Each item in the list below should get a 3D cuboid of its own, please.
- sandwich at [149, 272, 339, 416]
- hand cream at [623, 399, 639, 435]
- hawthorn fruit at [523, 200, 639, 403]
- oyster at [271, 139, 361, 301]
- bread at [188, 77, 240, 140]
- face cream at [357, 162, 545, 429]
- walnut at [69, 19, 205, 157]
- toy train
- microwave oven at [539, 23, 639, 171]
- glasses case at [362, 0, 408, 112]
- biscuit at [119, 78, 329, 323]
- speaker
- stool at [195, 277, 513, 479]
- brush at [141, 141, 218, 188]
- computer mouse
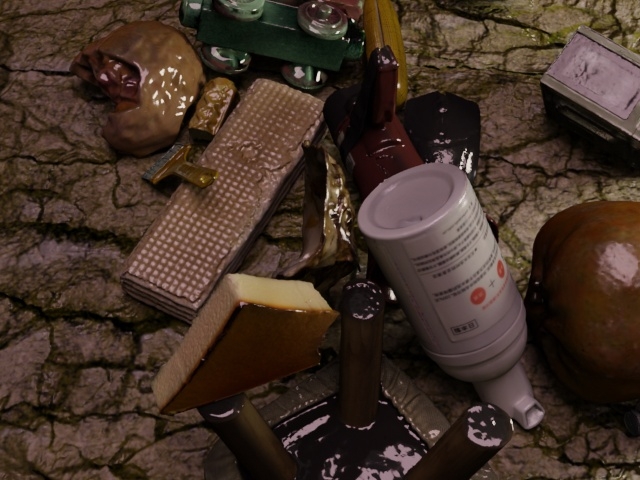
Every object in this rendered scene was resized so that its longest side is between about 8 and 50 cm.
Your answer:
[{"bbox_3d":[-0.076,0.121,1.140,0.162,0.193,0.058,9,42,-39],"label":"sandwich"},{"bbox_3d":[0.513,0.211,1.384,0.233,0.050,0.080,-15,54,-18],"label":"hand cream"},{"bbox_3d":[0.421,0.072,1.344,0.300,0.268,0.268,-1,56,-9],"label":"hawthorn fruit"},{"bbox_3d":[0.004,-0.023,1.293,0.110,0.396,0.204,9,84,1],"label":"oyster"},{"bbox_3d":[-0.165,-0.206,1.635,0.060,0.066,0.110,-8,55,49],"label":"bread"},{"bbox_3d":[0.182,0.090,1.307,0.145,0.370,0.145,-20,31,13],"label":"face cream"},{"bbox_3d":[-0.277,-0.268,1.633,0.204,0.141,0.238,-20,61,-20],"label":"walnut"},{"bbox_3d":[-0.075,-0.376,1.685,0.304,0.150,0.222,11,48,-11],"label":"toy train"},{"bbox_3d":[0.453,-0.208,1.590,0.205,0.163,0.129,36,86,22],"label":"microwave oven"},{"bbox_3d":[0.106,-0.315,1.705,0.064,0.079,0.234,-9,56,4],"label":"glasses case"},{"bbox_3d":[-0.129,-0.070,1.536,0.144,0.078,0.426,23,59,12],"label":"biscuit"},{"bbox_3d":[0.084,-0.105,1.445,0.198,0.259,0.330,-31,63,10],"label":"speaker"},{"bbox_3d":[0.040,0.258,1.232,0.310,0.226,0.310,-34,63,-20],"label":"stool"},{"bbox_3d":[-0.200,-0.104,1.512,0.082,0.010,0.218,-47,29,-10],"label":"brush"},{"bbox_3d":[0.186,-0.147,1.598,0.122,0.073,0.217,5,55,3],"label":"computer mouse"}]
